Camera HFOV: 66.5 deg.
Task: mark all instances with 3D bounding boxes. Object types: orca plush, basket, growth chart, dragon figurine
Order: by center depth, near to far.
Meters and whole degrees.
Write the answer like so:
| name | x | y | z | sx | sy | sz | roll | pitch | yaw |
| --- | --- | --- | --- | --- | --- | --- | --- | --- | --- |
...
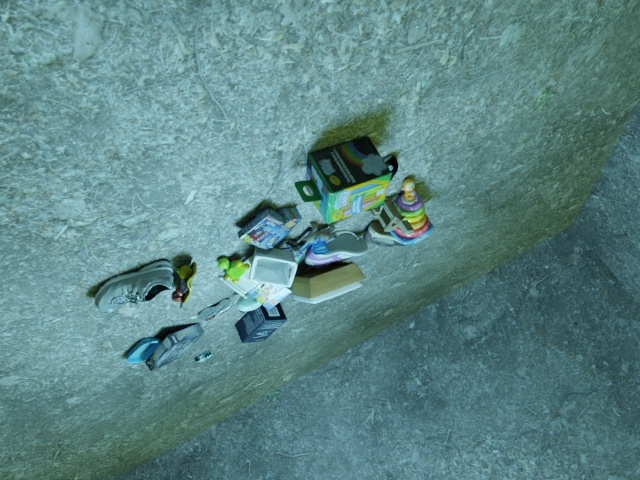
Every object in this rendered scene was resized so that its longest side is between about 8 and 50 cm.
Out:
| name | x | y | z | sx | sy | sz | roll | pitch | yaw |
| --- | --- | --- | --- | --- | --- | --- | --- | --- | --- |
| orca plush | 0.180 | -0.190 | 1.810 | 0.287 | 0.102 | 0.151 | -30 | 153 | 4 |
| basket | -0.184 | 0.096 | 1.874 | 0.167 | 0.103 | 0.113 | 12 | 113 | -14 |
| growth chart | -0.263 | 0.138 | 1.953 | 0.237 | 0.021 | 0.172 | -36 | 116 | 12 |
| dragon figurine | 0.000 | 0.000 | 1.984 | 0.289 | 0.085 | 0.144 | -5 | 147 | -31 |

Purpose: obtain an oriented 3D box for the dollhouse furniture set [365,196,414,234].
| name | x | y | z | sx | sy | sz | roll | pitch | yaw |
| --- | --- | --- | --- | --- | --- | --- | --- | --- | --- |
| dollhouse furniture set | 0.256 | -0.075 | 1.994 | 0.160 | 0.182 | 0.101 | -7 | 146 | -37 |

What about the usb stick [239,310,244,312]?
| name | x | y | z | sx | sy | sz | roll | pitch | yaw |
| --- | --- | --- | --- | --- | --- | --- | --- | --- | --- |
| usb stick | -0.247 | 0.253 | 2.238 | 0.278 | 0.045 | 0.077 | -26 | 160 | -5 |

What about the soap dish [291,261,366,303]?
| name | x | y | z | sx | sy | sz | roll | pitch | yaw |
| --- | --- | --- | --- | --- | --- | --- | --- | --- | --- |
| soap dish | 0.021 | 0.179 | 2.180 | 0.290 | 0.118 | 0.229 | -17 | -171 | -29 |

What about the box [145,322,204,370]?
| name | x | y | z | sx | sy | sz | roll | pitch | yaw |
| --- | --- | --- | --- | --- | --- | --- | --- | --- | --- |
| box | -0.648 | 0.474 | 2.176 | 0.231 | 0.056 | 0.183 | -45 | 166 | 30 |

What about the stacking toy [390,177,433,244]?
| name | x | y | z | sx | sy | sz | roll | pitch | yaw |
| --- | --- | --- | --- | --- | --- | --- | --- | --- | --- |
| stacking toy | 0.379 | -0.144 | 2.065 | 0.175 | 0.166 | 0.302 | -28 | 139 | -14 |

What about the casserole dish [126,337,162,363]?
| name | x | y | z | sx | sy | sz | roll | pitch | yaw |
| --- | --- | --- | --- | --- | --- | --- | --- | --- | --- |
| casserole dish | -0.772 | 0.477 | 2.136 | 0.188 | 0.037 | 0.114 | -41 | 151 | 24 |

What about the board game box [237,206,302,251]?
| name | x | y | z | sx | sy | sz | roll | pitch | yaw |
| --- | --- | --- | --- | --- | --- | --- | --- | --- | --- |
| board game box | -0.174 | -0.058 | 1.751 | 0.194 | 0.060 | 0.194 | -37 | 152 | 14 |

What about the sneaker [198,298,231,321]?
| name | x | y | z | sx | sy | sz | roll | pitch | yaw |
| --- | --- | --- | --- | --- | --- | --- | --- | --- | --- |
| sneaker | -0.453 | 0.314 | 2.135 | 0.157 | 0.061 | 0.065 | -26 | 159 | -4 |

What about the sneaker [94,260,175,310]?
| name | x | y | z | sx | sy | sz | roll | pitch | yaw |
| --- | --- | --- | --- | --- | --- | --- | --- | --- | --- |
| sneaker | -0.628 | 0.172 | 1.653 | 0.281 | 0.115 | 0.105 | -27 | 153 | -4 |

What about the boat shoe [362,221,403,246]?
| name | x | y | z | sx | sy | sz | roll | pitch | yaw |
| --- | --- | --- | --- | --- | --- | --- | --- | --- | --- |
| boat shoe | 0.303 | -0.018 | 2.238 | 0.285 | 0.103 | 0.092 | 8 | 141 | -45 |

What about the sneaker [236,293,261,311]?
| name | x | y | z | sx | sy | sz | roll | pitch | yaw |
| --- | --- | --- | --- | --- | --- | --- | --- | --- | --- |
| sneaker | -0.245 | 0.205 | 2.098 | 0.255 | 0.094 | 0.151 | -28 | 160 | -23 |

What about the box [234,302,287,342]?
| name | x | y | z | sx | sy | sz | roll | pitch | yaw |
| --- | --- | --- | --- | --- | --- | --- | --- | --- | --- |
| box | -0.291 | 0.400 | 2.380 | 0.207 | 0.108 | 0.153 | -43 | 150 | 28 |

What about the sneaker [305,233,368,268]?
| name | x | y | z | sx | sy | sz | roll | pitch | yaw |
| --- | --- | --- | --- | --- | --- | --- | --- | --- | --- |
| sneaker | 0.062 | 0.055 | 2.146 | 0.282 | 0.102 | 0.161 | -2 | 149 | -27 |

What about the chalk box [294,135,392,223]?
| name | x | y | z | sx | sy | sz | roll | pitch | yaw |
| --- | --- | --- | --- | --- | --- | --- | --- | --- | --- |
| chalk box | 0.059 | -0.189 | 1.615 | 0.288 | 0.180 | 0.179 | -20 | 152 | -15 |

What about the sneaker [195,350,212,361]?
| name | x | y | z | sx | sy | sz | roll | pitch | yaw |
| --- | --- | --- | --- | --- | --- | --- | --- | --- | --- |
| sneaker | -0.594 | 0.605 | 2.531 | 0.098 | 0.038 | 0.069 | -21 | 155 | 6 |

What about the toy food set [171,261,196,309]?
| name | x | y | z | sx | sy | sz | roll | pitch | yaw |
| --- | --- | --- | --- | --- | --- | --- | --- | --- | --- |
| toy food set | -0.506 | 0.156 | 1.754 | 0.071 | 0.128 | 0.218 | 13 | 141 | -24 |

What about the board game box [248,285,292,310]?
| name | x | y | z | sx | sy | sz | roll | pitch | yaw |
| --- | --- | --- | --- | --- | --- | --- | --- | --- | --- |
| board game box | -0.232 | 0.184 | 2.014 | 0.136 | 0.035 | 0.201 | -39 | 116 | 13 |

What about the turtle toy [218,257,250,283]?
| name | x | y | z | sx | sy | sz | roll | pitch | yaw |
| --- | --- | --- | --- | --- | --- | --- | --- | --- | --- |
| turtle toy | -0.338 | 0.104 | 1.867 | 0.095 | 0.066 | 0.130 | -51 | 148 | 3 |

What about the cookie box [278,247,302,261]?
| name | x | y | z | sx | sy | sz | roll | pitch | yaw |
| --- | --- | --- | --- | --- | --- | --- | --- | --- | --- |
| cookie box | -0.142 | 0.073 | 2.028 | 0.107 | 0.040 | 0.092 | -7 | 147 | -35 |
